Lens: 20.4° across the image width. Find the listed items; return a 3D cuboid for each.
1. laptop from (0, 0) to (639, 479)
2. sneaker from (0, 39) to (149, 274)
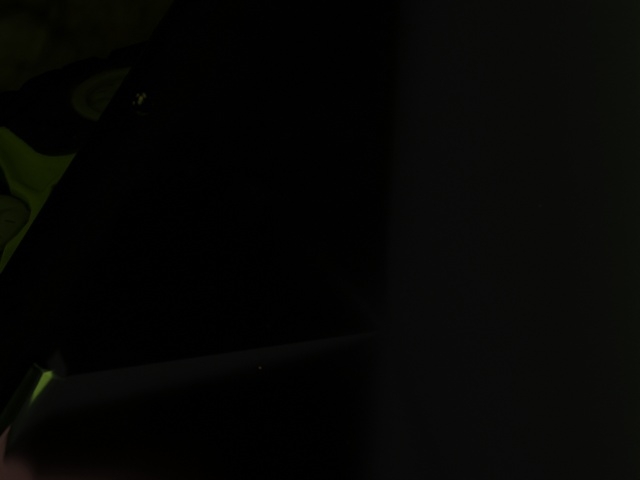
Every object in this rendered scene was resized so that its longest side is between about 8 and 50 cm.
[{"bbox_3d":[0.138,-0.013,0.603,0.408,0.236,0.382,31,99,-13],"label":"laptop"},{"bbox_3d":[0.000,0.000,0.648,0.385,0.145,0.147,-23,130,-34],"label":"sneaker"}]
